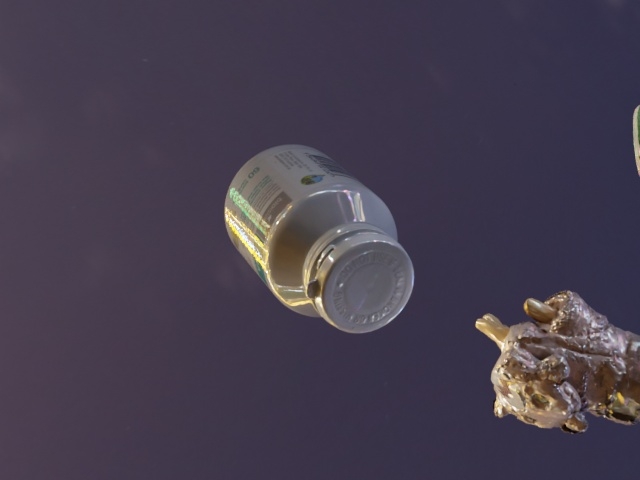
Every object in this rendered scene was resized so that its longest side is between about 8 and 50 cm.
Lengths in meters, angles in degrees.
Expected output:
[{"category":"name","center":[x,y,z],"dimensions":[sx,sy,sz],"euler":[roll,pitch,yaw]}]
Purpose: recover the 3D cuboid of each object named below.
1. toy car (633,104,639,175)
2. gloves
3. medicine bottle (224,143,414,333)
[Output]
[{"category":"toy car","center":[0.416,-0.108,1.005],"dimensions":[0.224,0.076,0.090],"euler":[-4,-114,18]},{"category":"gloves","center":[0.197,0.104,0.832],"dimensions":[0.144,0.094,0.110],"euler":[-2,-40,13]},{"category":"medicine bottle","center":[0.000,0.000,0.999],"dimensions":[0.135,0.215,0.135],"euler":[-10,-63,-20]}]
